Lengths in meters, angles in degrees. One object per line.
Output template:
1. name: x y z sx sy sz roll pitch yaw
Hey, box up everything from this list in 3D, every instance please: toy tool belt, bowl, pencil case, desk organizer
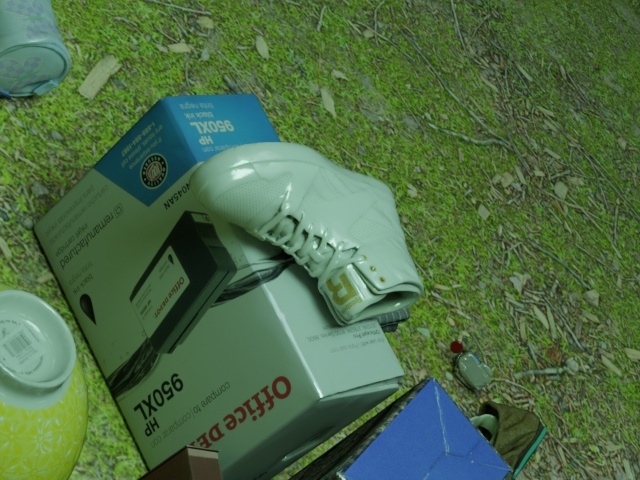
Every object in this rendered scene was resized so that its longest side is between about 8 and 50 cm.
1. toy tool belt: 0.220 0.183 2.330 0.083 0.052 0.051 53 2 -1
2. bowl: -0.341 0.138 1.604 0.289 0.156 0.289 31 37 -28
3. pencil case: -0.404 -0.316 2.014 0.124 0.113 0.273 19 43 -53
4. desk organizer: -0.164 0.275 1.702 0.047 0.130 0.050 16 49 -41

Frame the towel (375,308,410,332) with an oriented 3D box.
1. towel: -0.015 0.040 2.118 0.284 0.121 0.235 -10 66 -53

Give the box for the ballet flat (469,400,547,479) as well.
1. ballet flat: 0.219 0.320 2.146 0.124 0.116 0.342 30 33 5

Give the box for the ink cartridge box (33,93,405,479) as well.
1. ink cartridge box: -0.124 0.069 1.807 0.166 0.285 0.395 -8 64 -51

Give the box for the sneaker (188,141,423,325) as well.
1. sneaker: 0.000 0.000 1.665 0.293 0.108 0.169 12 47 -43

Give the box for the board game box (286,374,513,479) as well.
1. board game box: 0.024 0.311 1.663 0.141 0.291 0.232 50 35 2
